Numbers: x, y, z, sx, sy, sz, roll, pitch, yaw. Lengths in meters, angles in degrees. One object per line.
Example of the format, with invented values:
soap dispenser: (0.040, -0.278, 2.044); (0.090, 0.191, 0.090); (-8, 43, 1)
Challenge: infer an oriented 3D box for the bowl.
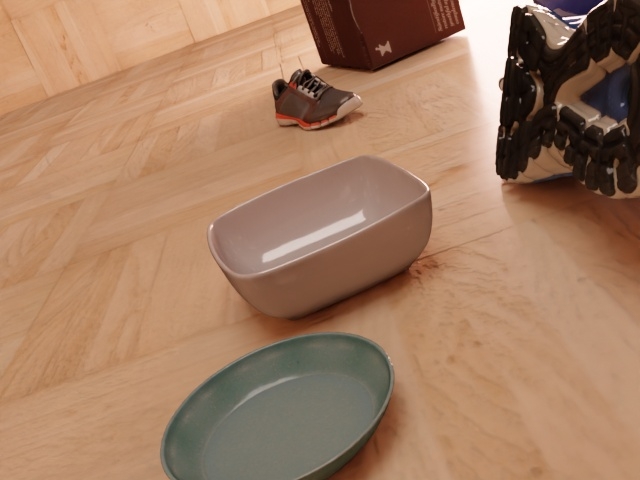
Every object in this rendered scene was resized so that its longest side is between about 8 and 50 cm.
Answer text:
bowl: (0.000, 0.000, 0.513); (0.142, 0.053, 0.142); (-23, 22, -9)

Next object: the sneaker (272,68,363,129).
sneaker: (-0.015, -0.175, 0.915); (0.061, 0.064, 0.158); (-34, 25, -30)

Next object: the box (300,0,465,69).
box: (0.082, -0.369, 1.144); (0.167, 0.168, 0.203); (-25, 23, -13)

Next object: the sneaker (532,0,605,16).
sneaker: (0.281, -0.281, 0.676); (0.128, 0.182, 0.315); (20, 32, 21)

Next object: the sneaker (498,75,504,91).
sneaker: (0.214, -0.168, 0.744); (0.083, 0.031, 0.037); (-23, 22, -6)

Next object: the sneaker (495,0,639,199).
sneaker: (0.206, -0.088, 0.481); (0.147, 0.129, 0.330); (2, 15, -4)

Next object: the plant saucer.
plant saucer: (-0.018, 0.087, 0.367); (0.119, 0.021, 0.119); (-18, 22, 8)
